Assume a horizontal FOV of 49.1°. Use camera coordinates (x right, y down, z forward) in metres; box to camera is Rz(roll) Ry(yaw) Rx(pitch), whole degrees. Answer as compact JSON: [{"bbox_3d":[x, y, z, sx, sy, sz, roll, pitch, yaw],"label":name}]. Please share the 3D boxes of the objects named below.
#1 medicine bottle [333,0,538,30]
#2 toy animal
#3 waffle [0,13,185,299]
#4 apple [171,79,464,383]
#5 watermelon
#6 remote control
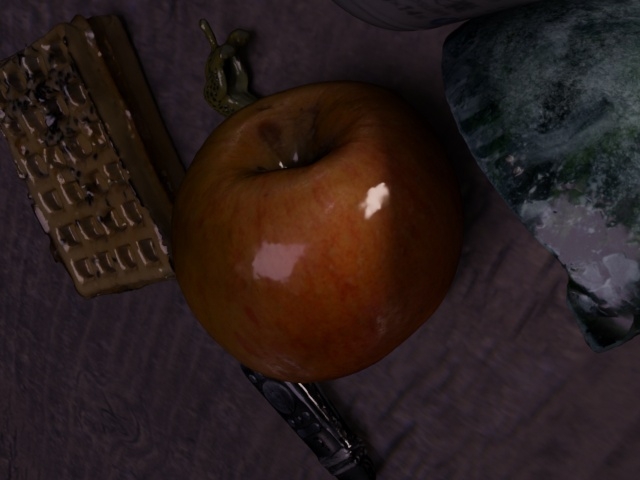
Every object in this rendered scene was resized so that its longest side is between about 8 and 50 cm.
[{"bbox_3d":[0.135,-0.285,0.460,0.306,0.245,0.245,1,114,50],"label":"medicine bottle"},{"bbox_3d":[-0.099,-0.163,0.849,0.181,0.073,0.136,47,139,4],"label":"toy animal"},{"bbox_3d":[-0.321,-0.108,1.013,0.261,0.114,0.376,-10,106,40],"label":"waffle"},{"bbox_3d":[0.000,0.000,0.717,0.299,0.299,0.275,3,133,36],"label":"apple"},{"bbox_3d":[0.219,-0.083,0.567,0.290,0.213,0.319,29,82,22],"label":"watermelon"},{"bbox_3d":[-0.008,0.245,1.001,0.266,0.066,0.090,50,146,0],"label":"remote control"}]
